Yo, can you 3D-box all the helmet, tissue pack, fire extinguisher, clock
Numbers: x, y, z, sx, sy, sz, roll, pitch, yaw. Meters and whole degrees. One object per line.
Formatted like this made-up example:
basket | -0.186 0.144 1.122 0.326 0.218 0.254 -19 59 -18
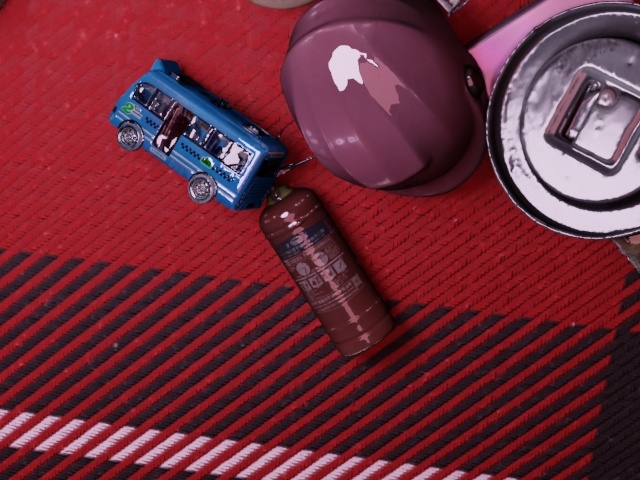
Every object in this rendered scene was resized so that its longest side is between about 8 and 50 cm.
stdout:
helmet | 0.077 -0.194 1.725 0.271 0.197 0.338 -19 99 30
tissue pack | 0.336 -0.279 1.777 0.246 0.092 0.148 -33 99 11
fire extinguisher | 0.000 0.000 1.861 0.138 0.102 0.344 -29 101 13
clock | 0.380 -0.156 1.649 0.319 0.066 0.319 -2 85 30

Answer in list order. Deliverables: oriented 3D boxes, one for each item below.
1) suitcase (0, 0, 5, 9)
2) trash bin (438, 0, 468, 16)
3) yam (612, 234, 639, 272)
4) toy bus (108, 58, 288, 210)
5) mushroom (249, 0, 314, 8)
suitcase | -0.500 -0.455 1.652 0.194 0.339 0.351 14 104 0
trash bin | 0.137 -0.466 1.599 0.256 0.368 0.296 -43 96 14
yam | 0.527 -0.116 1.741 0.241 0.241 0.348 42 106 -7
toy bus | -0.177 -0.149 1.795 0.246 0.113 0.134 36 106 15
mushroom | -0.064 -0.416 1.719 0.206 0.209 0.206 9 129 12
